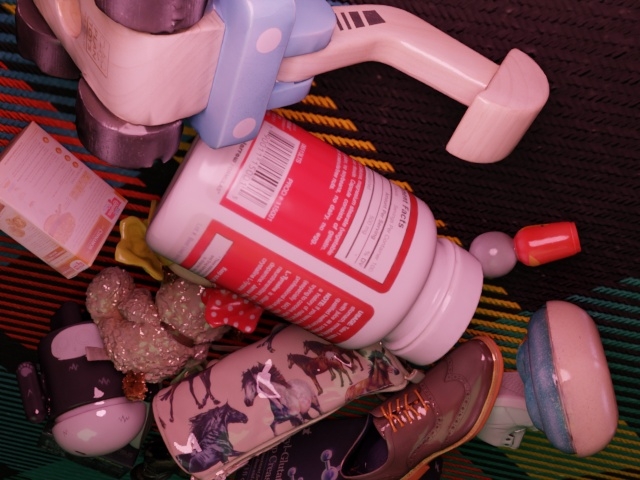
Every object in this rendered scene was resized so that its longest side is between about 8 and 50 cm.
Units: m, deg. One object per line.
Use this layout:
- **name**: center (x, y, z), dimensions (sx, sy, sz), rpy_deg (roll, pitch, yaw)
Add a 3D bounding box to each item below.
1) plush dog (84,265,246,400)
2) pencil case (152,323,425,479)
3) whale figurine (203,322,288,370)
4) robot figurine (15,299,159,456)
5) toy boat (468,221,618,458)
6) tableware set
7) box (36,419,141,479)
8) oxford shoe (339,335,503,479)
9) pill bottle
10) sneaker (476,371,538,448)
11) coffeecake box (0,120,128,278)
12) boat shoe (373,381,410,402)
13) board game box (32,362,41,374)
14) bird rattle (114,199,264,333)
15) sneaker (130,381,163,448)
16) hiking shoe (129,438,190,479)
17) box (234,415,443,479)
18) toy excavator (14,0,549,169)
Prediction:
- **plush dog**: center (-0.249, 0.136, 1.197), dimensions (0.225, 0.211, 0.262), rpy_deg (-41, 118, 15)
- **pencil case**: center (-0.051, 0.238, 1.124), dimensions (0.410, 0.184, 0.160), rpy_deg (-27, 162, 2)
- **whale figurine**: center (-0.111, 0.268, 1.270), dimensions (0.216, 0.141, 0.272), rpy_deg (27, 117, -41)
- **robot figurine**: center (-0.418, 0.250, 1.285), dimensions (0.209, 0.278, 0.174), rpy_deg (-17, 162, -4)
- **toy boat**: center (0.317, 0.129, 1.001), dimensions (0.148, 0.267, 0.319), rpy_deg (-13, 100, 19)
- **tableware set**: center (-0.217, 0.258, 1.402), dimensions (0.194, 0.039, 0.128), rpy_deg (1, 135, 16)
- **box**: center (-0.576, 0.512, 1.744), dimensions (0.232, 0.059, 0.183), rpy_deg (26, 147, -12)
- **oxford shoe**: center (0.169, 0.302, 1.196), dimensions (0.132, 0.130, 0.364), rpy_deg (15, 118, -38)
- **pill bottle**: center (0.000, 0.000, 0.927), dimensions (0.407, 0.229, 0.229), rpy_deg (29, 136, -14)
- **sneaker**: center (0.374, 0.304, 1.234), dimensions (0.255, 0.094, 0.151), rpy_deg (1, 131, 30)
- **coffeecake box**: center (-0.400, -0.058, 1.046), dimensions (0.068, 0.142, 0.185), rpy_deg (-24, 124, 36)
- **boat shoe**: center (0.123, 0.260, 1.278), dimensions (0.080, 0.073, 0.224), rpy_deg (-7, 133, 23)
- **board game box**: center (-0.572, 0.346, 1.610), dimensions (0.126, 0.026, 0.186), rpy_deg (0, 135, 16)
- **bird rattle**: center (-0.168, 0.013, 1.051), dimensions (0.253, 0.143, 0.207), rpy_deg (30, 107, -2)
- **sneaker**: center (-0.428, 0.317, 1.488), dimensions (0.169, 0.108, 0.293), rpy_deg (17, 128, 1)
- **hiking shoe**: center (-0.398, 0.532, 1.728), dimensions (0.226, 0.086, 0.114), rpy_deg (-25, 111, 29)
- **box**: center (0.023, 0.550, 1.451), dimensions (0.395, 0.294, 0.212), rpy_deg (-13, 131, 27)
- **toy excavator**: center (-0.032, -0.224, 0.728), dimensions (0.433, 0.445, 0.222), rpy_deg (52, 144, 22)
